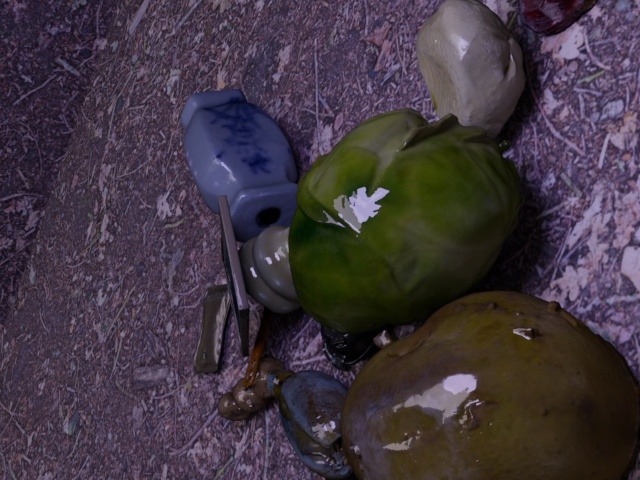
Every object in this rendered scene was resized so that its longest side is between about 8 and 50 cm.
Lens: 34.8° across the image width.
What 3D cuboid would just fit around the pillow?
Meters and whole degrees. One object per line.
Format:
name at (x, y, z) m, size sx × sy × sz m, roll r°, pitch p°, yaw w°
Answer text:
pillow at (-0.260, 0.211, 2.457) m, size 0.130 × 0.033 × 0.218 m, roll -8°, pitch 69°, yaw 52°

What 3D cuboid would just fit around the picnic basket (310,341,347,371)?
picnic basket at (0.027, 0.224, 2.022) m, size 0.083 × 0.065 × 0.083 m, roll -28°, pitch 57°, yaw 26°

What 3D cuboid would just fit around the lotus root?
lotus root at (-0.003, 0.331, 1.959) m, size 0.322 × 0.139 × 0.158 m, roll -136°, pitch 43°, yaw -59°

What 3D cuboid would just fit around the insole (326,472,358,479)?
insole at (0.100, 0.468, 1.855) m, size 0.309 × 0.012 × 0.110 m, roll 5°, pitch 81°, yaw 56°

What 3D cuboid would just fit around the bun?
bun at (0.273, -0.314, 1.804) m, size 0.259 × 0.160 × 0.259 m, roll 158°, pitch 90°, yaw -83°

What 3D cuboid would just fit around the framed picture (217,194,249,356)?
framed picture at (-0.181, 0.084, 2.145) m, size 0.335 × 0.022 × 0.247 m, roll 100°, pitch 159°, yaw -68°

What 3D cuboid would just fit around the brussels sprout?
brussels sprout at (0.109, -0.024, 1.707) m, size 0.425 × 0.361 × 0.342 m, roll -42°, pitch 76°, yaw 43°

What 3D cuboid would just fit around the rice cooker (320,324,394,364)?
rice cooker at (0.072, 0.153, 1.944) m, size 0.112 × 0.106 × 0.165 m, roll 30°, pitch 79°, yaw 44°

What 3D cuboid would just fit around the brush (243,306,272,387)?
brush at (-0.120, 0.182, 2.217) m, size 0.090 × 0.017 × 0.314 m, roll -35°, pitch 32°, yaw 47°

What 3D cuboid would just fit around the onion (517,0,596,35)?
onion at (0.406, -0.457, 1.752) m, size 0.206 × 0.098 × 0.151 m, roll -57°, pitch 39°, yaw 23°

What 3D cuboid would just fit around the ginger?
ginger at (-0.148, 0.327, 2.209) m, size 0.204 × 0.080 × 0.104 m, roll -47°, pitch 28°, yaw 30°

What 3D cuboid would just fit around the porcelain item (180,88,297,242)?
porcelain item at (-0.186, -0.178, 2.341) m, size 0.405 × 0.242 × 0.179 m, roll -120°, pitch 30°, yaw -42°

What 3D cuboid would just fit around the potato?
potato at (0.213, 0.250, 1.532) m, size 0.442 × 0.319 × 0.386 m, roll -35°, pitch 50°, yaw 39°

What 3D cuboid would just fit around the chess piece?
chess piece at (0.000, 0.000, 2.076) m, size 0.330 × 0.182 × 0.182 m, roll -36°, pitch 48°, yaw 34°
